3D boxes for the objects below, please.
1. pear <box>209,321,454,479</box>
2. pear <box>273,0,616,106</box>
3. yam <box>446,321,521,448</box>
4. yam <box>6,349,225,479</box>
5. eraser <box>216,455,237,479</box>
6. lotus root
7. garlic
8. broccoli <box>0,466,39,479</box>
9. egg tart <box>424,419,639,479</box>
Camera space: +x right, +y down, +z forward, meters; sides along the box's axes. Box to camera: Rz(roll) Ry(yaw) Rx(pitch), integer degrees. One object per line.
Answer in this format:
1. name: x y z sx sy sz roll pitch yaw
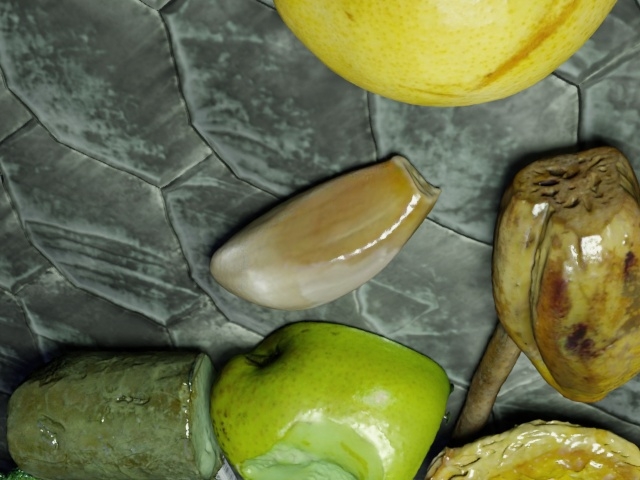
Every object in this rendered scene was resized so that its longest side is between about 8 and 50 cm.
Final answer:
1. pear: -0.012 0.243 1.154 0.282 0.176 0.286 33 124 -5
2. pear: 0.111 -0.260 0.731 0.315 0.314 0.314 8 124 12
3. yam: 0.209 0.231 1.160 0.045 0.045 0.326 -9 132 -27
4. yam: -0.284 0.252 1.233 0.300 0.195 0.195 -3 121 17
5. eraser: -0.166 0.380 1.375 0.052 0.029 0.122 -13 117 23
6. lotus root: 0.276 0.048 0.946 0.193 0.193 0.290 -3 124 18
7. garlic: 0.004 0.008 1.053 0.318 0.112 0.143 -30 107 18
8. broccoli: -0.455 0.477 1.379 0.269 0.269 0.254 13 118 8
9. egg tart: 0.305 0.350 1.151 0.342 0.129 0.341 5 122 7
